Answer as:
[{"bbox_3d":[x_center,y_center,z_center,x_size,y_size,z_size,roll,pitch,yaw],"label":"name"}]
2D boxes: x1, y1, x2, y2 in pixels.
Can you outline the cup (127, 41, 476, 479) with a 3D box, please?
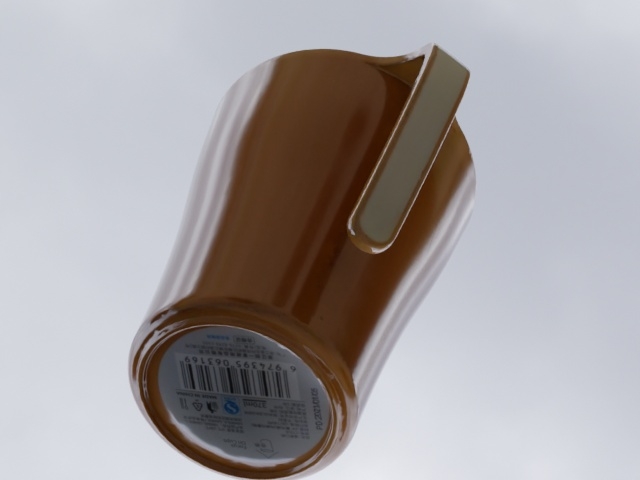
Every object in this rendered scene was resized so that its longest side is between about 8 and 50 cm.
[{"bbox_3d":[0.000,0.000,0.896,0.182,0.226,0.264,35,-142,-9],"label":"cup"}]
